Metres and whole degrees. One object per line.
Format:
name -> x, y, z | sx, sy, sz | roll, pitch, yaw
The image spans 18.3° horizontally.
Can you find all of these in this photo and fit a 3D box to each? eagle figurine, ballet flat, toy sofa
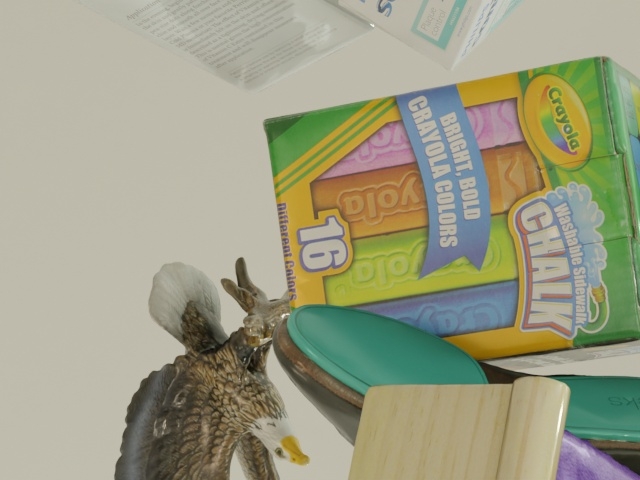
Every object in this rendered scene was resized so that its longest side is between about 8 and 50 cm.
eagle figurine -> -0.086, 0.185, 1.988 | 0.225, 0.226, 0.298 | -103, -151, -61
ballet flat -> 0.095, 0.115, 1.157 | 0.095, 0.280, 0.096 | -96, -156, -55
toy sofa -> 0.176, 0.197, 1.036 | 0.177, 0.362, 0.150 | -3, -114, 39

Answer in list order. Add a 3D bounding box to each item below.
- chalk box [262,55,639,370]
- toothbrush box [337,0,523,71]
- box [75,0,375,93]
chalk box -> 0.135, -0.010, 1.267 | 0.180, 0.289, 0.179 | 14, 67, -73
toothbrush box -> 0.160, -0.316, 1.755 | 0.295, 0.126, 0.216 | -43, 162, -50
box -> -0.126, -0.312, 1.780 | 0.168, 0.345, 0.215 | -24, -127, 39
